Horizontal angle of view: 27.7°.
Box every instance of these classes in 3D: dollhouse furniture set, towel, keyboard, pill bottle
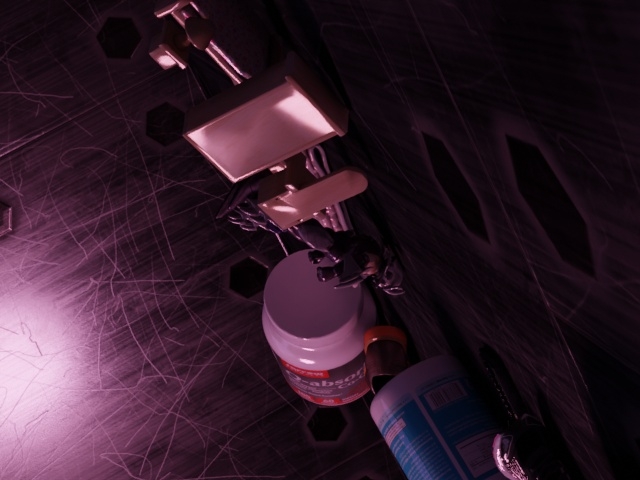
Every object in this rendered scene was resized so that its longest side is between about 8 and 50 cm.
[{"bbox_3d":[-0.050,-0.251,1.693,0.303,0.174,0.355,45,-145,-36],"label":"dollhouse furniture set"},{"bbox_3d":[-0.035,-0.122,2.163,0.317,0.053,0.332,55,172,46],"label":"towel"},{"bbox_3d":[0.230,0.222,1.529,0.192,0.038,0.100,61,175,-12],"label":"keyboard"},{"bbox_3d":[0.005,0.161,2.403,0.210,0.210,0.363,59,175,23],"label":"pill bottle"},{"bbox_3d":[0.186,0.294,1.716,0.264,0.146,0.146,59,175,25],"label":"pill bottle"}]

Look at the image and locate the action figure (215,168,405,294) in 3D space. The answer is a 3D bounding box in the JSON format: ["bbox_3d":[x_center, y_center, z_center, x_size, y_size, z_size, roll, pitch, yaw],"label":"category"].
[{"bbox_3d":[0.000,0.000,1.824,0.285,0.099,0.185,31,179,-11],"label":"action figure"}]

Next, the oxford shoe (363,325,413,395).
[{"bbox_3d":[0.118,0.252,2.257,0.271,0.097,0.098,69,-161,-55],"label":"oxford shoe"}]

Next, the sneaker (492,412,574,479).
[{"bbox_3d":[0.256,0.265,1.431,0.077,0.072,0.178,29,157,54],"label":"sneaker"}]
